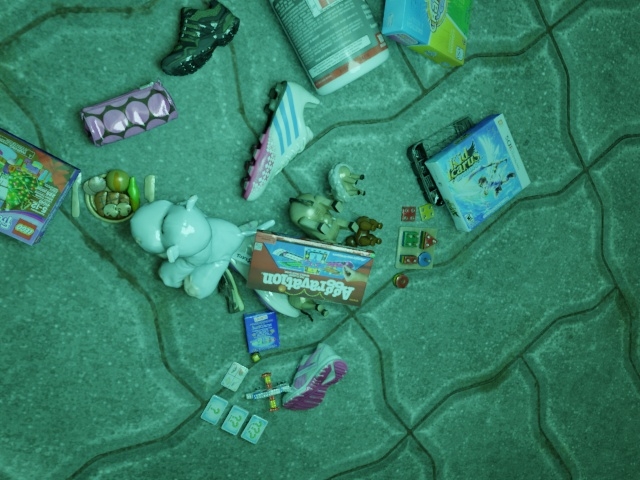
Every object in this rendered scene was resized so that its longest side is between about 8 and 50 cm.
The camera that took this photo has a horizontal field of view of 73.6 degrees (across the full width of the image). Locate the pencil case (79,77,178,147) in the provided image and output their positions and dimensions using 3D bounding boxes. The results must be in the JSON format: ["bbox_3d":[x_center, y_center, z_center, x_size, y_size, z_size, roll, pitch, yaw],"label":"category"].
[{"bbox_3d":[-0.450,-0.299,1.002,0.209,0.095,0.098,-29,142,-14],"label":"pencil case"}]

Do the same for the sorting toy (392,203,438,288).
[{"bbox_3d":[0.307,0.018,1.333,0.133,0.046,0.274,3,98,-19],"label":"sorting toy"}]

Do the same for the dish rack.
[{"bbox_3d":[0.403,-0.249,1.306,0.272,0.074,0.208,-30,109,-13],"label":"dish rack"}]

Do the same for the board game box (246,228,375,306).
[{"bbox_3d":[-0.024,0.068,1.013,0.282,0.027,0.144,10,109,-8],"label":"board game box"}]

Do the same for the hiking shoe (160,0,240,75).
[{"bbox_3d":[-0.308,-0.492,1.032,0.227,0.086,0.114,-44,96,-13],"label":"hiking shoe"}]

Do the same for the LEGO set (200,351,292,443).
[{"bbox_3d":[-0.201,0.444,1.211,0.183,0.060,0.244,31,90,-8],"label":"LEGO set"}]

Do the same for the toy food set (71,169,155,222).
[{"bbox_3d":[-0.506,-0.107,1.042,0.192,0.038,0.132,0,99,-19],"label":"toy food set"}]

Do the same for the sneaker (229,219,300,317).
[{"bbox_3d":[-0.132,0.082,1.159,0.152,0.114,0.305,-40,109,-8],"label":"sneaker"}]

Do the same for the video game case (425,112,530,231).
[{"bbox_3d":[0.474,-0.201,1.272,0.270,0.061,0.244,-37,109,-12],"label":"video game case"}]

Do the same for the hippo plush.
[{"bbox_3d":[-0.301,0.019,0.977,0.295,0.236,0.234,13,87,13],"label":"hippo plush"}]

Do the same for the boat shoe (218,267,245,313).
[{"bbox_3d":[-0.251,0.132,1.159,0.049,0.056,0.152,-26,106,-18],"label":"boat shoe"}]

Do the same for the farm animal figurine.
[{"bbox_3d":[0.000,0.000,1.141,0.330,0.172,0.326,-47,135,-28],"label":"farm animal figurine"}]

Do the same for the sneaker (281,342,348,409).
[{"bbox_3d":[-0.026,0.402,1.262,0.103,0.111,0.252,31,110,-33],"label":"sneaker"}]

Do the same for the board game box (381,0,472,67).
[{"bbox_3d":[0.296,-0.629,1.143,0.317,0.064,0.242,-2,101,-45],"label":"board game box"}]

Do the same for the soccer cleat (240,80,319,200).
[{"bbox_3d":[-0.099,-0.246,1.114,0.143,0.116,0.331,19,92,-20],"label":"soccer cleat"}]

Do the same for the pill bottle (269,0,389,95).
[{"bbox_3d":[0.002,-0.564,1.044,0.210,0.210,0.362,-34,108,-11],"label":"pill bottle"}]

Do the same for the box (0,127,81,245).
[{"bbox_3d":[-0.726,-0.145,0.943,0.293,0.057,0.200,29,89,-17],"label":"box"}]

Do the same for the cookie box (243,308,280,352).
[{"bbox_3d":[-0.167,0.254,1.216,0.092,0.040,0.107,-8,102,-17],"label":"cookie box"}]
